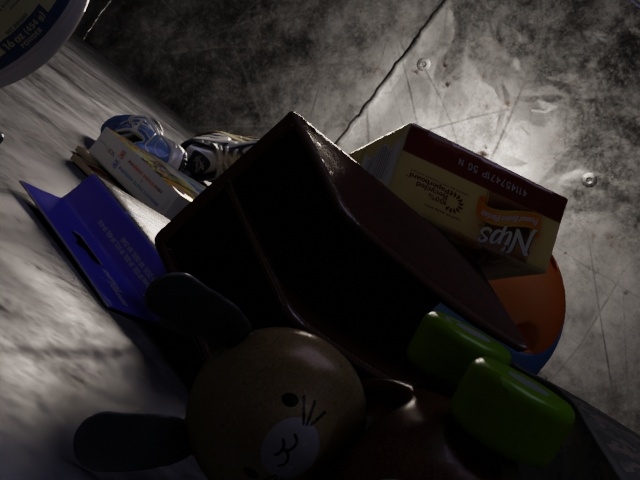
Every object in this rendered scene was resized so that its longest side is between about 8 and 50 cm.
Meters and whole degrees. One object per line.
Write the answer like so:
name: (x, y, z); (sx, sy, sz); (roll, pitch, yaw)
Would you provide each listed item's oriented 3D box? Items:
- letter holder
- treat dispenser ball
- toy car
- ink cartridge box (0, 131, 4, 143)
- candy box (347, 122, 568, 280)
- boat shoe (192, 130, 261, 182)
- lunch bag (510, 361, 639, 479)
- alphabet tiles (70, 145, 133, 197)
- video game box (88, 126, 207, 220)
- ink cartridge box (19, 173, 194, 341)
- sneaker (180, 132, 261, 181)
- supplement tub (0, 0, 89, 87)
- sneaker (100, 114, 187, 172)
letter holder: (0.047, 0.078, 0.734); (0.302, 0.152, 0.214); (34, 21, -46)
treat dispenser ball: (0.215, 0.093, 1.357); (0.288, 0.288, 0.288); (37, 4, -3)
toy car: (-0.011, 0.093, 0.433); (0.188, 0.155, 0.149); (26, 6, -14)
ink cartridge box: (-0.385, -0.164, 0.668); (0.311, 0.065, 0.186); (38, 2, -29)
candy box: (0.095, -0.023, 0.998); (0.182, 0.088, 0.316); (24, -13, -16)
boat shoe: (-0.150, -0.165, 1.903); (0.302, 0.109, 0.098); (8, 4, 38)
lunch bag: (0.209, 0.229, 0.585); (0.235, 0.169, 0.287); (37, -1, -9)
alphabet tiles: (-0.162, -0.003, 1.168); (0.342, 0.011, 0.285); (39, 5, 28)
video game box: (-0.172, -0.048, 1.173); (0.187, 0.048, 0.205); (37, 3, 38)
ink cartridge box: (-0.140, 0.022, 0.808); (0.208, 0.045, 0.206); (32, 8, -48)
sneaker: (-0.188, -0.149, 1.760); (0.235, 0.094, 0.153); (23, 30, 35)
supplement tub: (-0.388, -0.310, 0.844); (0.235, 0.235, 0.325); (40, -3, 32)
sneaker: (-0.271, -0.145, 1.328); (0.081, 0.080, 0.211); (22, 4, -41)
